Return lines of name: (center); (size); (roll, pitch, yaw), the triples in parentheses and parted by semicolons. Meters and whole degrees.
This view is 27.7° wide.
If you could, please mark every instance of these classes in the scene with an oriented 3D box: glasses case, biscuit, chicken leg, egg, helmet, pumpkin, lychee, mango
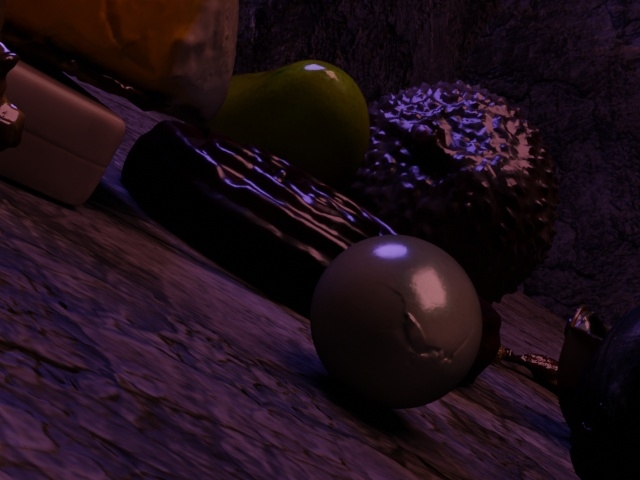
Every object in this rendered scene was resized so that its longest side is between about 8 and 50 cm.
glasses case: (-0.284, -0.137, 1.021); (0.144, 0.076, 0.336); (27, 6, -40)
biscuit: (0.000, 0.000, 1.260); (0.407, 0.091, 0.407); (31, 5, -3)
chicken leg: (0.281, 0.167, 1.579); (0.145, 0.037, 0.062); (32, 18, -2)
egg: (-0.191, -0.242, 1.054); (0.337, 0.201, 0.337); (32, 3, -2)
helmet: (0.315, 0.161, 1.272); (0.198, 0.130, 0.224); (29, 14, 33)
pumpkin: (0.274, 0.136, 0.846); (0.233, 0.163, 0.233); (30, -30, 19)
lychee: (0.155, -0.056, 1.620); (0.300, 0.300, 0.300); (30, 5, -3)
mango: (-0.046, -0.114, 1.509); (0.273, 0.149, 0.185); (-5, -42, 46)
egg: (0.050, 0.054, 0.865); (0.114, 0.114, 0.152); (30, 4, -10)

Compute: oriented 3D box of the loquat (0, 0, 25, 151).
loquat: (-0.217, -0.113, 0.525); (0.246, 0.213, 0.213); (33, 5, 3)

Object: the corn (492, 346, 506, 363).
corn: (0.177, 0.114, 1.507); (0.083, 0.027, 0.028); (35, 23, 22)
